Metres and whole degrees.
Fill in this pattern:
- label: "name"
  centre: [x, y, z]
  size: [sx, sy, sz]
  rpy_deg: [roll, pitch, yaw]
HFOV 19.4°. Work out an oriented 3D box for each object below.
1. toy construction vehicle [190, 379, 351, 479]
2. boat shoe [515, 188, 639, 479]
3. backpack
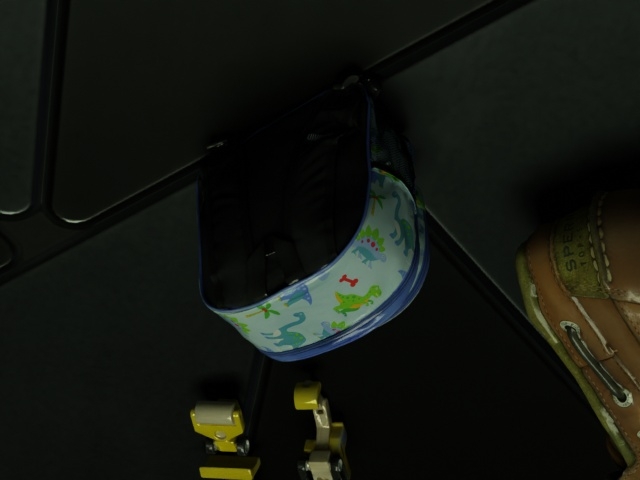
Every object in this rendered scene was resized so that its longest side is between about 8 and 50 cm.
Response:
- label: "toy construction vehicle"
  centre: [-0.027, 0.115, 1.036]
  size: [0.086, 0.035, 0.098]
  rpy_deg: [-3, 133, 19]
- label: "boat shoe"
  centre: [0.197, 0.091, 0.962]
  size: [0.104, 0.111, 0.307]
  rpy_deg: [-17, 122, 22]
- label: "backpack"
  centre: [0.000, 0.000, 0.861]
  size: [0.105, 0.114, 0.084]
  rpy_deg: [-26, 128, 23]
